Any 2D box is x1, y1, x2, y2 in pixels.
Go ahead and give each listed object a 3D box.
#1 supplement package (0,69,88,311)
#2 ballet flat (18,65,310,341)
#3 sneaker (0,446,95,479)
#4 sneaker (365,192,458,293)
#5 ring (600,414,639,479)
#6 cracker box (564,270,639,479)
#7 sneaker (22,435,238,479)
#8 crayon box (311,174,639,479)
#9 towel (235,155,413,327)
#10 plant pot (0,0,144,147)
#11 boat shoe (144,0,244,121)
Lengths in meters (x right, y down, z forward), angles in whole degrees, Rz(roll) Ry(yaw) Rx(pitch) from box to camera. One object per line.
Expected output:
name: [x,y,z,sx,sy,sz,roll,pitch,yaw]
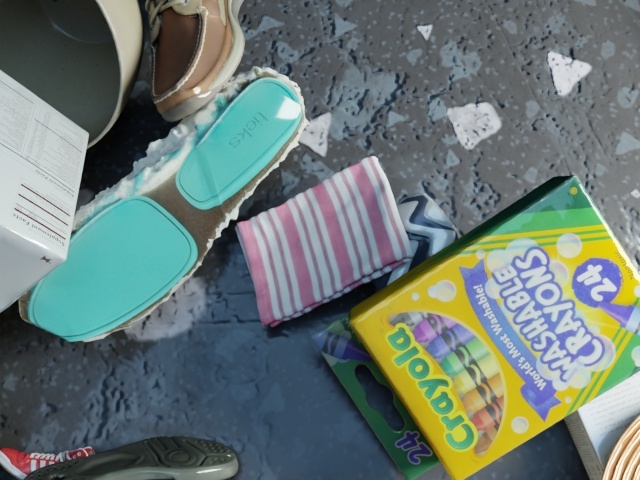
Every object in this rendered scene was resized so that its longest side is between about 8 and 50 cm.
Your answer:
supplement package: [-0.375,-0.040,0.844,0.194,0.149,0.203,-34,40,24]
ballet flat: [-0.177,-0.042,0.938,0.147,0.147,0.409,43,76,11]
sneaker: [-0.299,0.247,0.889,0.118,0.042,0.067,31,79,1]
sneaker: [0.130,0.076,0.921,0.153,0.094,0.235,-38,89,2]
ring: [0.440,0.305,0.783,0.337,0.032,0.336,0,61,1]
cracker box: [0.350,0.164,0.902,0.156,0.067,0.232,-18,75,-6]
sneaker: [-0.199,0.292,0.860,0.228,0.087,0.130,-9,109,-27]
crayon box: [0.175,0.104,0.832,0.323,0.083,0.203,-34,92,5]
towel: [0.000,0.000,0.922,0.197,0.029,0.144,-27,60,15]
plant pot: [-0.326,-0.267,0.951,0.284,0.284,0.191,18,39,5]
boat shoe: [-0.165,-0.273,0.951,0.123,0.116,0.324,-26,42,26]
